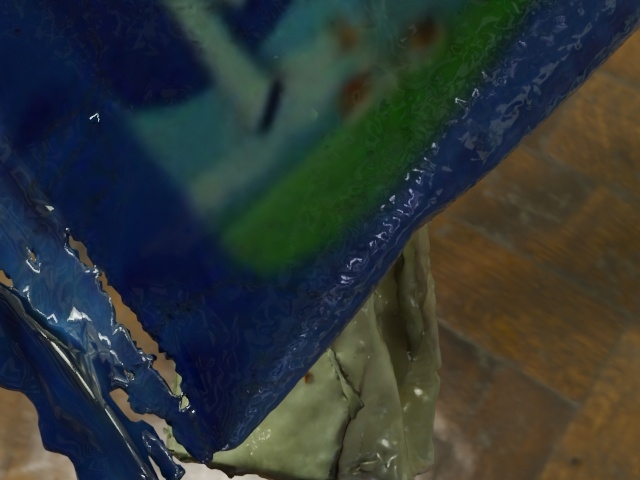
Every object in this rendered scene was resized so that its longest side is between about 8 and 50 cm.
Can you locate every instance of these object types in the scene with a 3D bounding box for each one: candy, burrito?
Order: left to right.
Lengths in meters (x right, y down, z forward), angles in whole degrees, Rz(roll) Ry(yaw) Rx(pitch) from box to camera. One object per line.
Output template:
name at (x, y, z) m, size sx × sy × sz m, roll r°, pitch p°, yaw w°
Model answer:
burrito at (0.003, 0.000, 1.161) m, size 0.190 × 0.135 × 0.332 m, roll 11°, pitch 99°, yaw 43°
candy at (0.023, -0.107, 0.414) m, size 0.331 × 0.077 × 0.187 m, roll -40°, pitch 75°, yaw -3°
